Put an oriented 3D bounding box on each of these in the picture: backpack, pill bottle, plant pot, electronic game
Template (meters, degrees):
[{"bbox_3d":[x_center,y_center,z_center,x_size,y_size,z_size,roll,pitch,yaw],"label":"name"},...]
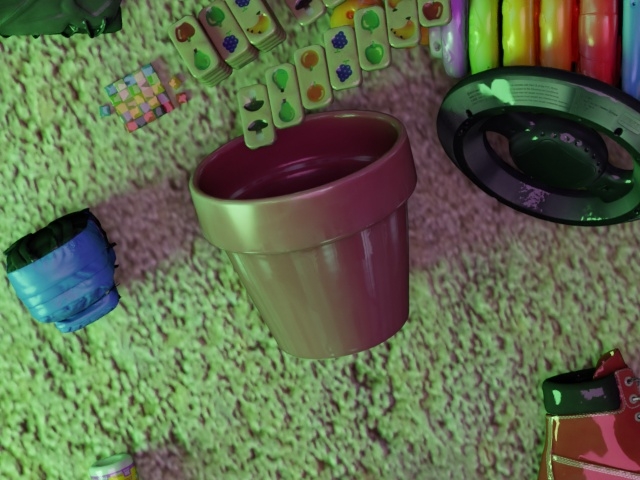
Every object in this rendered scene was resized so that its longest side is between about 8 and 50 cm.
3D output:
[{"bbox_3d":[-0.229,0.030,1.688,0.098,0.120,0.101,-34,99,-1],"label":"backpack"},{"bbox_3d":[-0.189,0.248,1.758,0.043,0.043,0.083,-17,99,-3],"label":"pill bottle"},{"bbox_3d":[0.000,0.000,1.681,0.201,0.201,0.180,-17,114,-3],"label":"plant pot"},{"bbox_3d":[0.216,-0.083,1.675,0.229,0.229,0.048,25,63,-8],"label":"electronic game"}]

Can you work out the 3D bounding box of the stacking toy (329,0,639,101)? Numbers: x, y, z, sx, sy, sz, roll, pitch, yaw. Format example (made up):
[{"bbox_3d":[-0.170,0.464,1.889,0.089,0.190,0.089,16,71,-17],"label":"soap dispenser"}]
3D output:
[{"bbox_3d":[0.159,-0.199,1.691,0.302,0.166,0.175,0,86,9],"label":"stacking toy"}]

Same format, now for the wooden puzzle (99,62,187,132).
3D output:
[{"bbox_3d":[-0.169,-0.134,1.731,0.083,0.006,0.049,-29,99,-1],"label":"wooden puzzle"}]

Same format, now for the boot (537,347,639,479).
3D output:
[{"bbox_3d":[0.334,0.194,1.780,0.244,0.088,0.176,2,95,-2],"label":"boot"}]

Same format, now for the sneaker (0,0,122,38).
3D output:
[{"bbox_3d":[-0.248,-0.225,1.667,0.286,0.109,0.130,-31,107,2],"label":"sneaker"}]

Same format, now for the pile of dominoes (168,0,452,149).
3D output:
[{"bbox_3d":[-0.013,-0.224,1.664,0.251,0.040,0.196,-33,74,8],"label":"pile of dominoes"}]
